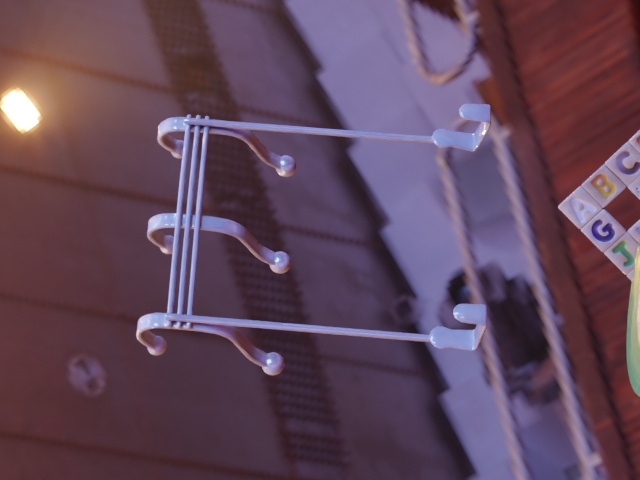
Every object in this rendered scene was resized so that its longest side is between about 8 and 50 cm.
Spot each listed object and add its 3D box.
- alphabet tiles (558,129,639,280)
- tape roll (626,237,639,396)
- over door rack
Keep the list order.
[{"bbox_3d":[0.436,-0.049,2.089,0.198,0.237,0.009,45,-158,-1],"label":"alphabet tiles"},{"bbox_3d":[0.393,0.010,1.786,0.077,0.321,0.321,12,-141,-1],"label":"tape roll"},{"bbox_3d":[0.000,0.000,1.651,0.108,0.324,0.239,77,-166,-61],"label":"over door rack"}]
